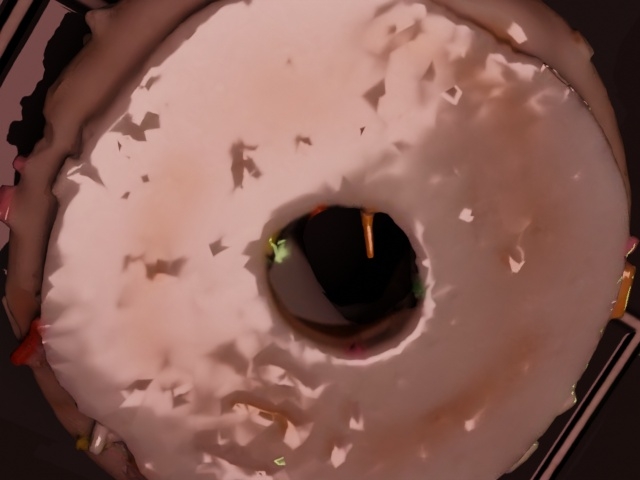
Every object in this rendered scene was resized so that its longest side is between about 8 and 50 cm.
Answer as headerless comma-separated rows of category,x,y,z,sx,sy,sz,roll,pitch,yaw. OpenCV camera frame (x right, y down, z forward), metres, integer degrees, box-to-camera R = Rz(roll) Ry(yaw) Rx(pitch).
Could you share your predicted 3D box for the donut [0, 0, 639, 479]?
donut,0.000,0.000,0.689,0.383,0.142,0.382,-4,107,-14
